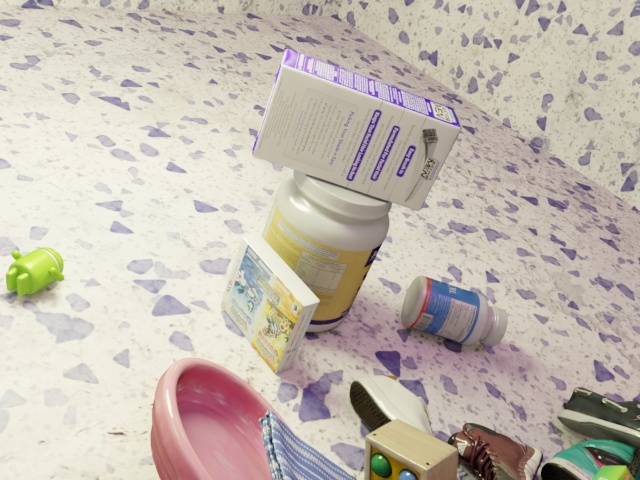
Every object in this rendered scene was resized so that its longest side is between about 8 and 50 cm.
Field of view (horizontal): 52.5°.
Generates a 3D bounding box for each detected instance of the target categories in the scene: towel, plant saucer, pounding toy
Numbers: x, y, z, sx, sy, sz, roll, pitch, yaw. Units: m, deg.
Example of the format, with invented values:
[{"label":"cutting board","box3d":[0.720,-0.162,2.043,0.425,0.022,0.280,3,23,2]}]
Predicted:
[{"label":"towel","box3d":[0.026,0.403,0.904,0.243,0.040,0.336,45,8,-28]},{"label":"plant saucer","box3d":[-0.125,0.322,0.938,0.332,0.084,0.332,47,7,-8]},{"label":"pounding toy","box3d":[0.166,0.416,1.024,0.094,0.181,0.206,-13,20,-42]}]

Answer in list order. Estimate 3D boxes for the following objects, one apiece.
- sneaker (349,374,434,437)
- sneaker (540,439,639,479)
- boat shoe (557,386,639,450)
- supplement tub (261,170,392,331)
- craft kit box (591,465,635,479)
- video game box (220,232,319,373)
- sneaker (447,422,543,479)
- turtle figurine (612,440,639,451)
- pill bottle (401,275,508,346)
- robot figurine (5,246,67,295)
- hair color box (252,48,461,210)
[{"label":"sneaker","box3d":[0.176,0.348,1.173,0.123,0.106,0.290,-5,41,-33]},{"label":"sneaker","box3d":[0.581,0.489,1.220,0.178,0.124,0.295,-25,54,-38]},{"label":"boat shoe","box3d":[0.610,0.357,1.288,0.114,0.091,0.302,42,-18,-27]},{"label":"supplement tub","box3d":[0.000,0.000,1.355,0.241,0.331,0.241,16,34,-11]},{"label":"craft kit box","box3d":[0.448,0.518,0.974,0.249,0.061,0.247,-32,90,-30]},{"label":"video game box","box3d":[-0.105,0.120,1.254,0.048,0.187,0.205,-16,49,-40]},{"label":"sneaker","box3d":[0.290,0.412,1.153,0.162,0.106,0.281,27,13,21]},{"label":"turtle figurine","box3d":[0.775,0.406,1.380,0.266,0.275,0.198,13,-1,-15]},{"label":"pill bottle","box3d":[0.310,0.169,1.498,0.221,0.124,0.124,19,33,-9]},{"label":"robot figurine","box3d":[-0.524,0.055,1.197,0.101,0.067,0.115,19,31,16]},{"label":"hair color box","box3d":[0.064,-0.201,1.204,0.338,0.185,0.110,19,31,-7]}]
